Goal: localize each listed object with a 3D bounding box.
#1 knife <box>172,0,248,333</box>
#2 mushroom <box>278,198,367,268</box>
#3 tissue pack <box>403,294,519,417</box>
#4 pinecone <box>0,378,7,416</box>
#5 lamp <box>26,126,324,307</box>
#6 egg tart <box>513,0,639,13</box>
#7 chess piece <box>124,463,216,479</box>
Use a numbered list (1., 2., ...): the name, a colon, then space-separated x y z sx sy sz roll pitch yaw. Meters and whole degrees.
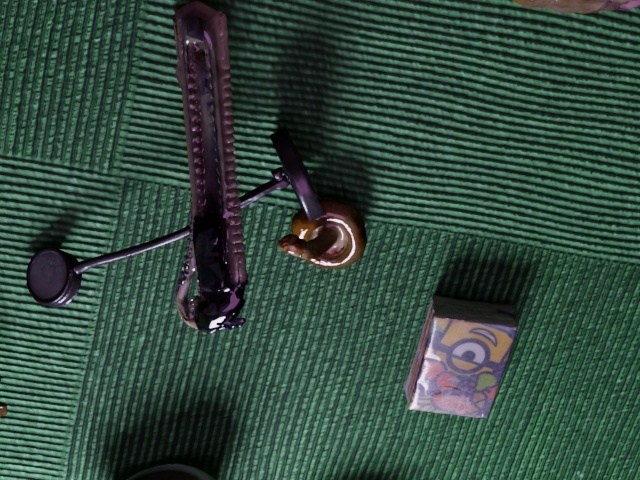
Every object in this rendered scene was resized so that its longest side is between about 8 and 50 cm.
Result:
1. knife: -0.126 -0.075 1.743 0.089 0.043 0.365 0 99 17
2. mushroom: -0.003 -0.010 1.852 0.088 0.072 0.129 -33 158 33
3. tissue pack: 0.171 0.142 1.976 0.109 0.060 0.148 8 122 -9
4. pinecone: -0.473 0.197 1.880 0.229 0.201 0.202 18 133 -40
5. lamp: -0.156 -0.001 1.845 0.371 0.130 0.108 -32 158 19
6. egg tart: 0.286 -0.366 1.619 0.352 0.150 0.352 -2 126 -3
7. chess piece: -0.164 0.448 2.081 0.195 0.194 0.299 -16 131 5
